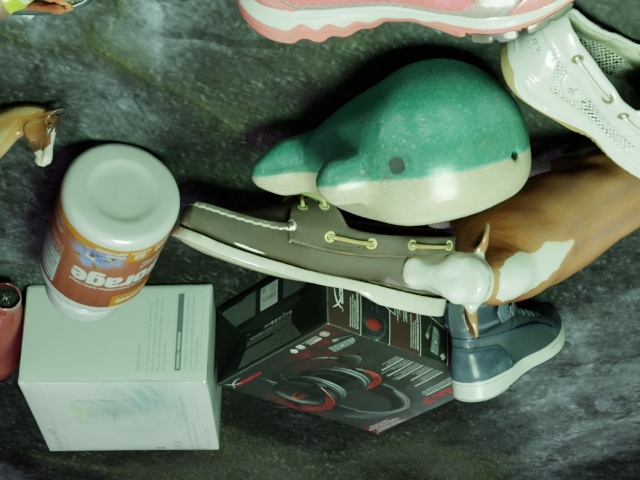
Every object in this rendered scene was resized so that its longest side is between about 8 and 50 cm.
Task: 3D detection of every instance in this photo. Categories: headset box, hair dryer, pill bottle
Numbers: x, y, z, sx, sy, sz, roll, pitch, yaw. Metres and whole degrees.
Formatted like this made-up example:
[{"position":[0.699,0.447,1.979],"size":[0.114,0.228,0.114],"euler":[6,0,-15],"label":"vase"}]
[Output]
[{"position":[0.053,0.132,1.770],"size":[0.293,0.110,0.218],"euler":[22,144,-34],"label":"headset box"},{"position":[-0.469,0.114,1.762],"size":[0.293,0.080,0.223],"euler":[-17,146,27],"label":"hair dryer"},{"position":[-0.228,0.001,1.518],"size":[0.121,0.121,0.216],"euler":[8,150,-16],"label":"pill bottle"}]

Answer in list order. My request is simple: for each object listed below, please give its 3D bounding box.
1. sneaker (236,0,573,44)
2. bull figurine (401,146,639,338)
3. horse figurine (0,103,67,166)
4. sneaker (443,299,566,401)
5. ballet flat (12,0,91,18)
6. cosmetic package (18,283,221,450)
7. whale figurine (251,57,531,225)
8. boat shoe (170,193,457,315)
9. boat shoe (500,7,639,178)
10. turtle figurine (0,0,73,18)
[{"position":[0.075,-0.230,1.113],"size":[0.314,0.116,0.136],"euler":[-6,149,10],"label":"sneaker"},{"position":[0.194,-0.008,1.394],"size":[0.310,0.101,0.188],"euler":[-24,-163,-22],"label":"bull figurine"},{"position":[-0.383,-0.054,1.406],"size":[0.263,0.174,0.066],"euler":[1,163,26],"label":"horse figurine"},{"position":[0.215,0.072,1.696],"size":[0.086,0.163,0.226],"euler":[-3,-164,34],"label":"sneaker"},{"position":[-0.284,-0.212,1.191],"size":[0.203,0.074,0.074],"euler":[-1,151,-9],"label":"ballet flat"},{"position":[-0.241,0.162,1.795],"size":[0.225,0.138,0.224],"euler":[0,151,1],"label":"cosmetic package"},{"position":[0.062,-0.097,1.354],"size":[0.272,0.141,0.216],"euler":[3,-163,38],"label":"whale figurine"},{"position":[0.000,0.000,1.547],"size":[0.324,0.096,0.116],"euler":[15,-177,-22],"label":"boat shoe"},{"position":[0.292,-0.129,1.315],"size":[0.277,0.098,0.096],"euler":[21,145,-32],"label":"boat shoe"},{"position":[-0.334,-0.170,1.045],"size":[0.270,0.087,0.217],"euler":[0,169,12],"label":"turtle figurine"}]
